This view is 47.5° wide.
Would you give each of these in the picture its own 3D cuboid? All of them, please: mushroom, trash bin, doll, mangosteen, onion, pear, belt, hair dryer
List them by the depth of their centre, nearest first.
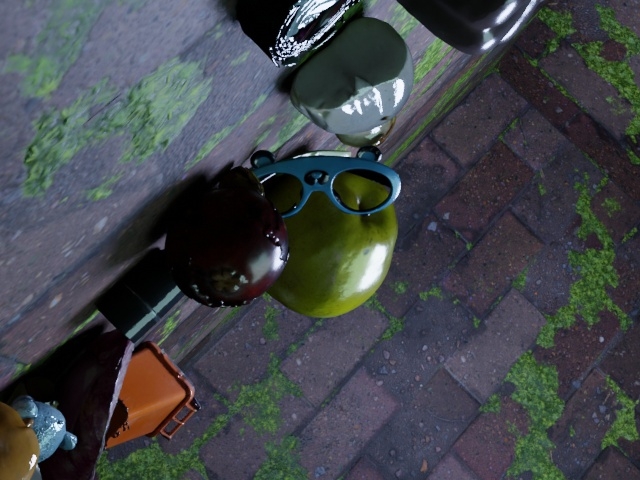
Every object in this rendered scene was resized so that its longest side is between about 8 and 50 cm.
[{"bbox_3d":[-0.009,-0.209,0.595,0.140,0.058,0.105,-43,172,25],"label":"belt"},{"bbox_3d":[-0.402,0.266,0.907,0.179,0.075,0.120,-30,138,-4],"label":"doll"},{"bbox_3d":[-0.117,-0.002,0.956,0.166,0.166,0.180,-48,-165,35],"label":"mangosteen"},{"bbox_3d":[0.047,-0.201,1.012,0.159,0.122,0.328,-11,177,3],"label":"mushroom"},{"bbox_3d":[-0.253,0.087,1.071,0.124,0.071,0.219,-45,-177,-16],"label":"hair dryer"},{"bbox_3d":[-0.355,0.240,1.076,0.250,0.111,0.248,-86,-163,-56],"label":"onion"},{"bbox_3d":[0.000,0.000,1.325,0.294,0.294,0.294,-45,176,-4],"label":"pear"},{"bbox_3d":[-0.373,0.325,1.445,0.161,0.184,0.238,-47,170,14],"label":"trash bin"}]

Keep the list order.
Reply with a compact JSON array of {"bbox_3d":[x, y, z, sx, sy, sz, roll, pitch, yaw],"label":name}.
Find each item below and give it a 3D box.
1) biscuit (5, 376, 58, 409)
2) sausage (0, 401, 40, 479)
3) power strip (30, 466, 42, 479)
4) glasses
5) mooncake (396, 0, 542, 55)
[{"bbox_3d":[-0.424,0.257,1.010,0.188,0.056,0.052,-48,157,28],"label":"biscuit"},{"bbox_3d":[-0.411,0.268,0.773,0.241,0.136,0.120,-48,172,-37],"label":"sausage"},{"bbox_3d":[-0.592,0.476,1.226,0.338,0.098,0.058,-44,173,-29],"label":"power strip"},{"bbox_3d":[-0.001,-0.088,1.108,0.239,0.102,0.207,-3,-175,3],"label":"glasses"},{"bbox_3d":[0.230,-0.363,0.855,0.306,0.154,0.306,-44,173,-6],"label":"mooncake"}]
